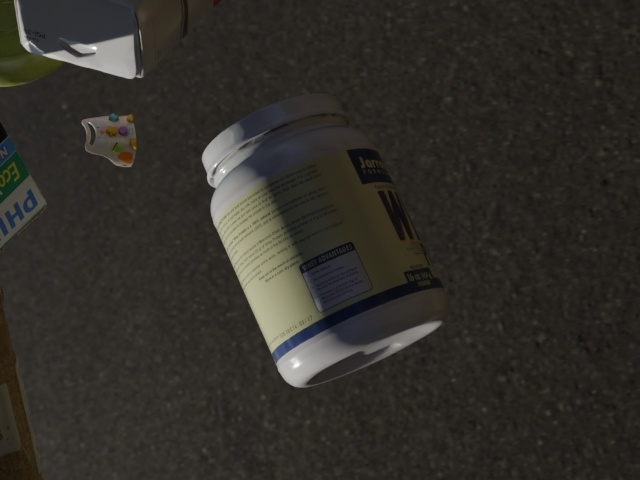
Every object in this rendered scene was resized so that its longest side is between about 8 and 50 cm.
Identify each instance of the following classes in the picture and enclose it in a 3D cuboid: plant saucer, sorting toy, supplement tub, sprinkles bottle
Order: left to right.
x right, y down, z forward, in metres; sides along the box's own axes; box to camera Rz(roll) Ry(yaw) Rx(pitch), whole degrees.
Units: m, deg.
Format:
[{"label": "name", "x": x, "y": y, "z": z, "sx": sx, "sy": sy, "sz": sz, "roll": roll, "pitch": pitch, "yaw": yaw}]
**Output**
[{"label": "sprinkles bottle", "x": -0.363, "y": 0.215, "z": 1.175, "sx": 0.121, "sy": 0.121, "sz": 0.355, "roll": 25, "pitch": 128, "yaw": 49}, {"label": "plant saucer", "x": -0.519, "y": -0.364, "z": 1.842, "sx": 0.241, "sy": 0.241, "sz": 0.037, "roll": 60, "pitch": 166, "yaw": 26}, {"label": "sorting toy", "x": -0.316, "y": -0.155, "z": 1.640, "sx": 0.045, "sy": 0.075, "sz": 0.083, "roll": -39, "pitch": 58, "yaw": 55}, {"label": "supplement tub", "x": 0.000, "y": 0.000, "z": 1.422, "sx": 0.235, "sy": 0.235, "sz": 0.324, "roll": -40, "pitch": 70, "yaw": 50}]

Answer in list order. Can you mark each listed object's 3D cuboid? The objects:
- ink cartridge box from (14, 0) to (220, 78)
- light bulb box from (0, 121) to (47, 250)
[{"label": "ink cartridge box", "x": -0.285, "y": -0.374, "z": 1.629, "sx": 0.207, "sy": 0.283, "sz": 0.117, "roll": 16, "pitch": 132, "yaw": 16}, {"label": "light bulb box", "x": -0.603, "y": -0.133, "z": 1.394, "sx": 0.358, "sy": 0.225, "sz": 0.361, "roll": 10, "pitch": 136, "yaw": 34}]
